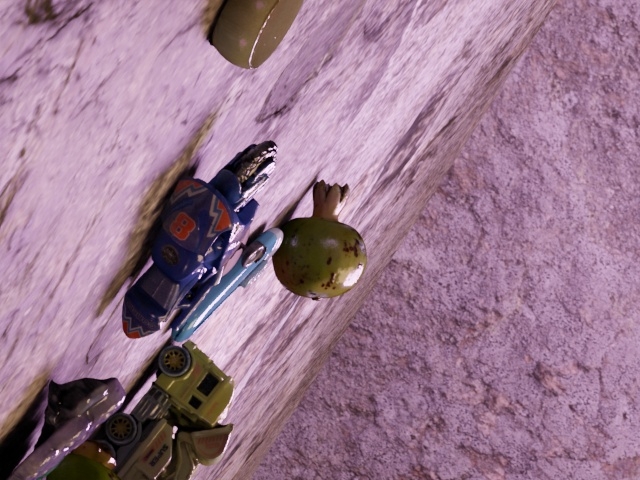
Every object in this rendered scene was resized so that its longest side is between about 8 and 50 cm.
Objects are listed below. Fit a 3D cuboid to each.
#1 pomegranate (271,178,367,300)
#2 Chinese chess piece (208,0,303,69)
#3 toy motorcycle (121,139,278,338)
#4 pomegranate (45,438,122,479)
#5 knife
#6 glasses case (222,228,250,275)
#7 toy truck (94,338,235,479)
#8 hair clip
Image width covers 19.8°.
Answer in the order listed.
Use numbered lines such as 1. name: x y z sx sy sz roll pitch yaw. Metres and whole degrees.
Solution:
1. pomegranate: 0.000 0.000 2.144 0.114 0.114 0.142 36 63 -84
2. Chinese chess piece: -0.042 -0.160 1.273 0.084 0.034 0.084 -55 172 -11
3. toy motorcycle: -0.100 -0.001 1.523 0.114 0.076 0.205 -35 164 -45
4. pomegranate: -0.228 0.270 1.750 0.169 0.122 0.143 -45 142 -41
5. knife: -0.095 0.047 1.959 0.064 0.031 0.222 -55 174 39
6. glasses case: -0.090 0.008 1.842 0.032 0.021 0.083 -47 170 -34
7. toy truck: -0.161 0.208 1.941 0.191 0.116 0.085 -52 175 -16
8. hair clip: -0.240 0.176 1.569 0.124 0.052 0.195 -33 168 -47
